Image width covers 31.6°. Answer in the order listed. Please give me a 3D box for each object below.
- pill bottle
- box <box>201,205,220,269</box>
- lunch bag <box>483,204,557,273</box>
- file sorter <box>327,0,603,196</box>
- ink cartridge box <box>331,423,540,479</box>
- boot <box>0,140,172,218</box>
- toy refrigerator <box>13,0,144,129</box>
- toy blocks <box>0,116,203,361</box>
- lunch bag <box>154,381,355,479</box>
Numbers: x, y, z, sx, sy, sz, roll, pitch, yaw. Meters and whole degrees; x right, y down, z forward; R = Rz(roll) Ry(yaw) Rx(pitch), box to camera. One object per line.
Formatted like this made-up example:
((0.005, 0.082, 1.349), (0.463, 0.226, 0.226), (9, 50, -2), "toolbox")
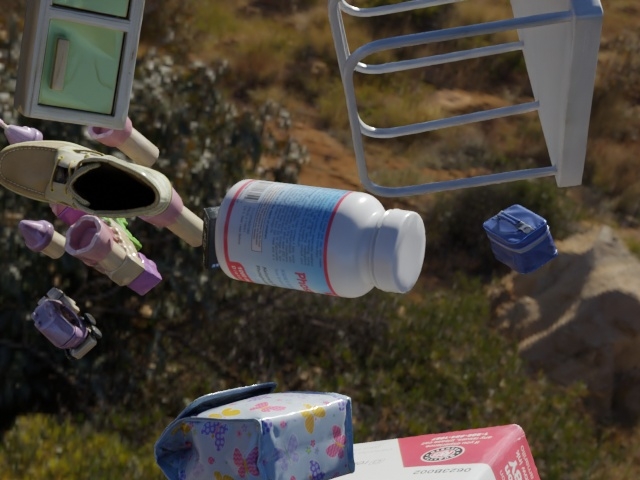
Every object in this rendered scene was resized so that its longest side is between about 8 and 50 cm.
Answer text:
((0.000, 0.000, 0.929), (0.160, 0.087, 0.087), (8, 30, 27), "pill bottle")
((-0.074, -0.007, 1.108), (0.083, 0.067, 0.018), (-9, 44, -19), "box")
((0.270, -0.008, 1.542), (0.067, 0.065, 0.098), (-32, 30, -14), "lunch bag")
((0.091, -0.194, 0.855), (0.173, 0.193, 0.277), (-9, 58, 3), "file sorter")
((0.017, 0.324, 1.022), (0.279, 0.160, 0.385), (-13, 8, 33), "ink cartridge box")
((-0.280, -0.070, 1.294), (0.213, 0.077, 0.165), (12, 3, -4), "boot")
((-0.230, -0.252, 1.119), (0.102, 0.269, 0.094), (7, 10, -24), "toy refrigerator")
((-0.385, -0.046, 1.706), (0.260, 0.309, 0.288), (41, 8, -48), "toy blocks")
((-0.036, 0.102, 0.580), (0.083, 0.053, 0.071), (-5, 0, 43), "lunch bag")
